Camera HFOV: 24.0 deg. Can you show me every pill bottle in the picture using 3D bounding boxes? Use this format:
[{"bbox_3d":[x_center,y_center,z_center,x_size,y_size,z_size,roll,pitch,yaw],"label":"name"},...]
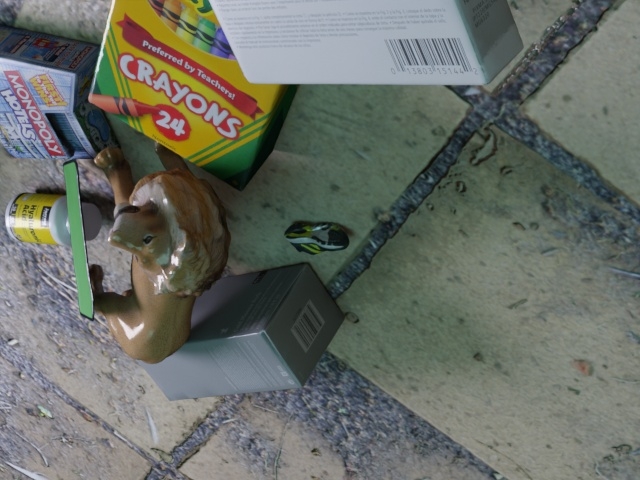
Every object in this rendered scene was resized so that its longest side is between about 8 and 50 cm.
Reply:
[{"bbox_3d":[-0.336,-0.027,1.906,0.116,0.065,0.065,4,132,31],"label":"pill bottle"}]

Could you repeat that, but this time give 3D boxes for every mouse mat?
[{"bbox_3d":[-0.286,-0.001,1.784,0.152,0.007,0.189,-176,79,-75],"label":"mouse mat"}]

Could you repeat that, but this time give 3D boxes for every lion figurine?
[{"bbox_3d":[-0.185,0.037,1.726,0.392,0.142,0.240,97,152,-53],"label":"lion figurine"}]

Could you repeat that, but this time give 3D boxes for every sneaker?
[{"bbox_3d":[0.000,0.000,1.730,0.083,0.031,0.035,10,149,33],"label":"sneaker"}]

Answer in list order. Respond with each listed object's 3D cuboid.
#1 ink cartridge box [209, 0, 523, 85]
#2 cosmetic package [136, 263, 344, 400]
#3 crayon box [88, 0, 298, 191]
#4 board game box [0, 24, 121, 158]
[{"bbox_3d":[0.000,-0.253,1.271,0.296,0.066,0.261,6,133,45],"label":"ink cartridge box"},{"bbox_3d":[-0.104,0.115,1.843,0.238,0.127,0.107,-9,126,38],"label":"cosmetic package"},{"bbox_3d":[-0.113,-0.214,1.542,0.202,0.081,0.318,31,141,5],"label":"crayon box"},{"bbox_3d":[-0.320,-0.167,1.754,0.194,0.060,0.194,3,132,34],"label":"board game box"}]
